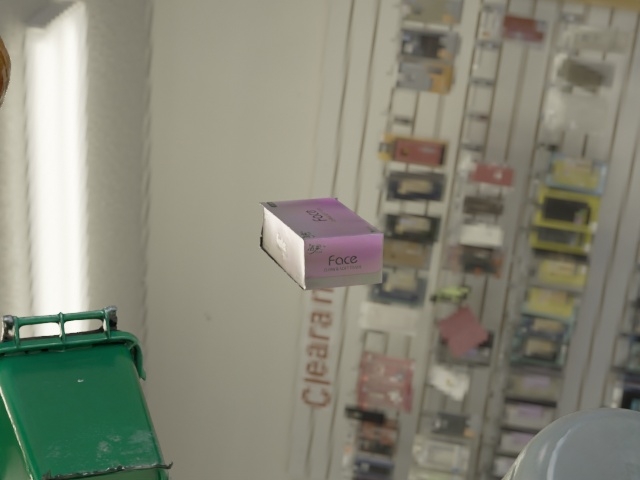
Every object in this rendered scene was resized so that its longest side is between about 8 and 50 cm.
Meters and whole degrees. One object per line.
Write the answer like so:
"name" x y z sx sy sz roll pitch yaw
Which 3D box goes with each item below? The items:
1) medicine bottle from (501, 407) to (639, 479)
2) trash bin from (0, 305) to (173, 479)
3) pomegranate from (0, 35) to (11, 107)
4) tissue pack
"medicine bottle" 0.254 0.335 1.157 0.306 0.245 0.245 113 174 -45
"trash bin" -0.349 0.299 1.739 0.381 0.259 0.295 -135 45 -58
"pomegranate" -0.733 -0.298 2.131 0.342 0.342 0.343 9 -90 -84
"tissue pack" 0.000 0.000 2.046 0.246 0.148 0.093 -141 50 -64
